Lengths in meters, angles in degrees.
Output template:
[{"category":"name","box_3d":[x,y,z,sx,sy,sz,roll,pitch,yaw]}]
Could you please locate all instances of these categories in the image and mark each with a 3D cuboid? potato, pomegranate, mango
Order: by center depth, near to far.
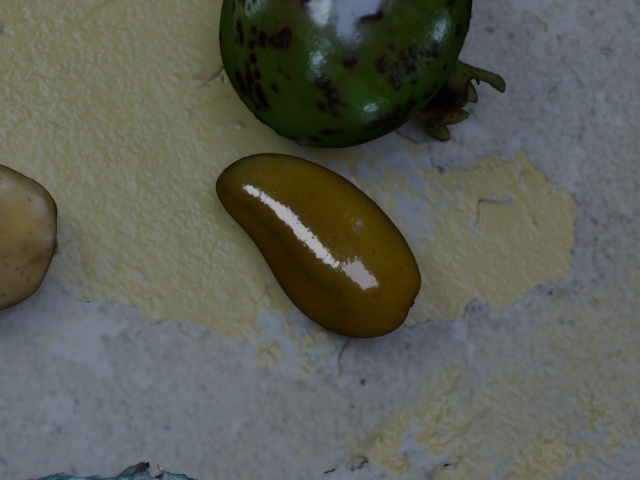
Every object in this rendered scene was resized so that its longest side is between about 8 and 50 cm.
[{"category":"potato","box_3d":[-0.284,-0.001,1.369,0.178,0.109,0.118,-3,100,-9]},{"category":"pomegranate","box_3d":[0.039,-0.161,1.443,0.263,0.211,0.211,33,71,-26]},{"category":"mango","box_3d":[0.000,0.000,1.453,0.184,0.085,0.102,43,74,9]}]

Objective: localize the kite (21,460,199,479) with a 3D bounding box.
[{"category":"kite","box_3d":[-0.264,0.211,1.336,0.406,0.014,0.368,1,66,-23]}]
